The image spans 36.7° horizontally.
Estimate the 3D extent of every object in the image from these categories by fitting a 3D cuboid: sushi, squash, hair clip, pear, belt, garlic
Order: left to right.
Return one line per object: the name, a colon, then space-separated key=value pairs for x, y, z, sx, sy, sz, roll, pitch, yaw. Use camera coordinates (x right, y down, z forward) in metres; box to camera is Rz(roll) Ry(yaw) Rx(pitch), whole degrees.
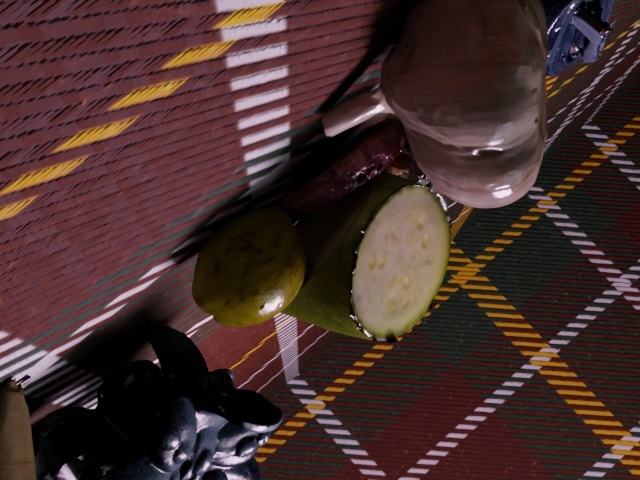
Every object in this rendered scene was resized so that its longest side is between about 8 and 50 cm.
hair clip: x=-0.172 y=0.222 z=1.092 sx=0.206 sy=0.194 sz=0.310 roll=-54 pitch=154 yaw=7
pear: x=-0.070 y=0.029 z=0.984 sx=0.131 sy=0.107 sz=0.107 roll=-38 pitch=170 yaw=-1
squash: x=0.000 y=0.000 z=1.084 sx=0.189 sy=0.260 sz=0.189 roll=-20 pitch=118 yaw=-42
sushi: x=0.095 y=-0.079 z=1.206 sx=0.097 sy=0.103 sz=0.226 roll=-27 pitch=174 yaw=19
garlic: x=0.105 y=-0.136 z=0.893 sx=0.212 sy=0.219 sz=0.218 roll=-2 pitch=180 yaw=14
belt: x=0.245 y=-0.236 z=0.993 sx=0.122 sy=0.128 sz=0.218 roll=-41 pitch=169 yaw=1

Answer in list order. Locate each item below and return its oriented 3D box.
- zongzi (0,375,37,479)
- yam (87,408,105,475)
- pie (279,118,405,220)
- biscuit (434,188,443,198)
zongzi: x=-0.460 y=0.343 z=0.946 sx=0.447 sy=0.418 sz=0.181 roll=-3 pitch=-174 yaw=8
yam: x=-0.316 y=0.269 z=1.117 sx=0.107 sy=0.107 sz=0.183 roll=-47 pitch=170 yaw=31
pie: x=0.025 y=-0.075 z=1.011 sx=0.153 sy=0.038 sz=0.153 roll=-36 pitch=-172 yaw=6
biscuit: x=0.217 y=-0.135 z=1.587 sx=0.217 sy=0.044 sz=0.325 roll=-41 pitch=170 yaw=1
